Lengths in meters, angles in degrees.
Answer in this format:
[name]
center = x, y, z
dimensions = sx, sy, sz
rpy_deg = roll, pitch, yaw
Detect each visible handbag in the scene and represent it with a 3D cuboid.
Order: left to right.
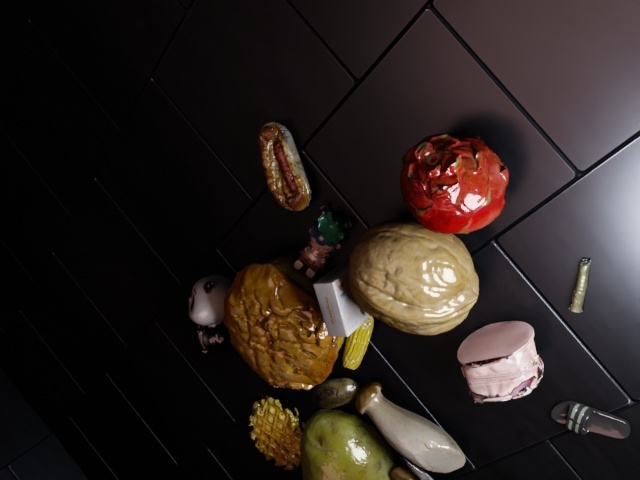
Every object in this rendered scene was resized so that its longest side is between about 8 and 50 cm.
[handbag]
center = 0.435, 0.293, 1.449
dimensions = 0.205, 0.179, 0.116
rpy_deg = -21, 105, 38

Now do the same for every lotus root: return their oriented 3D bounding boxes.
[lotus root]
center = 0.041, 0.467, 1.837
dimensions = 0.179, 0.080, 0.089
rpy_deg = -28, 95, 39

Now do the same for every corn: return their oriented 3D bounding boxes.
[corn]
center = 0.107, 0.286, 1.723
dimensions = 0.067, 0.067, 0.206
rpy_deg = 26, 123, 21

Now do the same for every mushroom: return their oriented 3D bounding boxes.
[mushroom]
center = 0.249, 0.541, 1.714
dimensions = 0.350, 0.128, 0.128
rpy_deg = 36, 126, 20

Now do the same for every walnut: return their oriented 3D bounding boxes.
[walnut]
center = 0.225, 0.086, 1.442
dimensions = 0.312, 0.252, 0.277
rpy_deg = 17, 108, 18

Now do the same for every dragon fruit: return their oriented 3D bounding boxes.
[dragon fruit]
center = 0.287, -0.124, 1.309
dimensions = 0.240, 0.252, 0.241
rpy_deg = 0, 88, 9

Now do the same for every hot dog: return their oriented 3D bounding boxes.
[hot dog]
center = -0.101, -0.200, 1.639
dimensions = 0.131, 0.069, 0.253
rpy_deg = -10, 104, 36

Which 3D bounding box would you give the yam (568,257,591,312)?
[yam]
center = 0.585, 0.101, 1.355
dimensions = 0.033, 0.027, 0.130
rpy_deg = 11, 115, 28

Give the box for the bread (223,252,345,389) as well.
[bread]
center = -0.102, 0.241, 1.748
dimensions = 0.398, 0.215, 0.398
rpy_deg = 13, 117, 26

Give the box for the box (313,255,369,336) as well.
[box]
center = 0.083, 0.132, 1.563
dimensions = 0.067, 0.233, 0.150
rpy_deg = -8, 106, 36

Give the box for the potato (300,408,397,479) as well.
[potato]
center = 0.034, 0.692, 1.861
dimensions = 0.330, 0.212, 0.280
rpy_deg = -24, 97, 36

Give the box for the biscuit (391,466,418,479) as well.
[biscuit]
center = 0.307, 0.810, 1.810
dimensions = 0.183, 0.047, 0.320
rpy_deg = -7, 117, 42

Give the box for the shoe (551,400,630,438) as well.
[shoe]
center = 0.649, 0.442, 1.452
dimensions = 0.179, 0.049, 0.071
rpy_deg = 11, 115, 29

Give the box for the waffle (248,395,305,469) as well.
[waffle]
center = -0.151, 0.670, 2.066
dimensions = 0.262, 0.060, 0.281
rpy_deg = -26, 95, 38

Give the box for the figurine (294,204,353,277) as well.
[figurine]
center = 0.000, 0.000, 1.647
dimensions = 0.111, 0.102, 0.195
rpy_deg = 34, 129, 1

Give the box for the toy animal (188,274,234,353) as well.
[toy animal]
center = -0.328, 0.225, 1.909
dimensions = 0.165, 0.187, 0.235
rpy_deg = -17, 107, 3

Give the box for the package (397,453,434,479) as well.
[package]
center = 0.297, 0.681, 1.740
dimensions = 0.173, 0.027, 0.171
rpy_deg = 40, 171, 13
